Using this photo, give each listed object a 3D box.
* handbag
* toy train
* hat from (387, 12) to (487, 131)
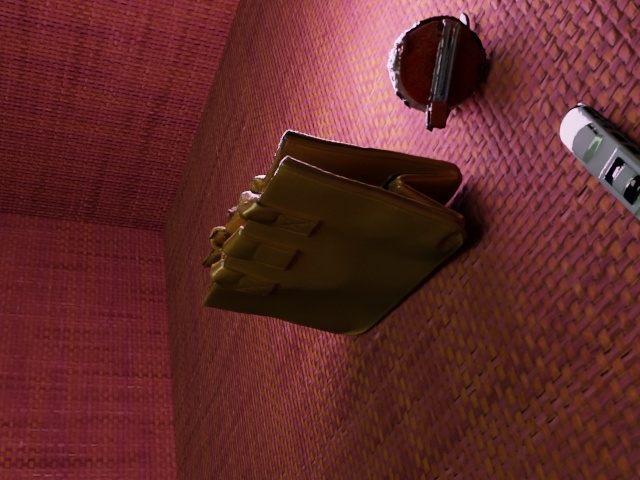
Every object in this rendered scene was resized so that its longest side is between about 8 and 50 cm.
[{"bbox_3d":[0.000,0.000,1.057,0.401,0.283,0.133,130,145,-55],"label":"handbag"},{"bbox_3d":[0.285,-0.071,0.706,0.207,0.047,0.043,-114,39,-49],"label":"toy train"},{"bbox_3d":[0.150,-0.235,1.041,0.227,0.129,0.140,-104,1,-77],"label":"hat"}]
